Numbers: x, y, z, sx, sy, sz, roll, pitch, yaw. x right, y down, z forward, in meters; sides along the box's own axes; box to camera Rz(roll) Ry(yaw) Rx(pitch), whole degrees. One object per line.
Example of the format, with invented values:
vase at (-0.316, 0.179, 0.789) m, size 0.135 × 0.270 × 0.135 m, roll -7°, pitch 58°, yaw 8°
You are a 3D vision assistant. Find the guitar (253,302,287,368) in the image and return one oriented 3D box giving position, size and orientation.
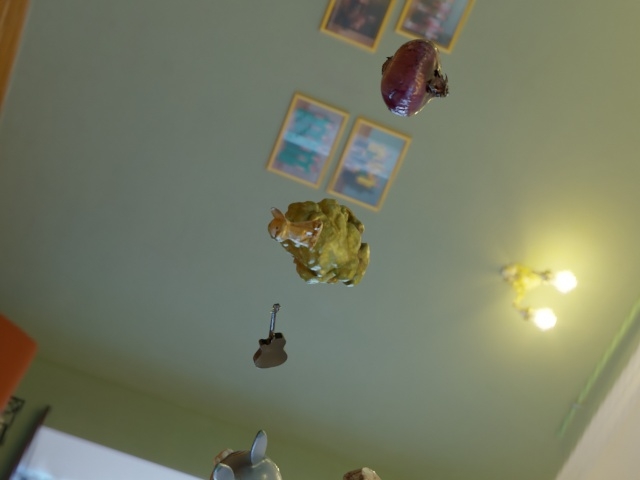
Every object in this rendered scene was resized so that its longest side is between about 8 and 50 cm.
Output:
guitar at (-0.120, 0.241, 2.350) m, size 0.233 × 0.088 × 0.025 m, roll 100°, pitch -26°, yaw -43°

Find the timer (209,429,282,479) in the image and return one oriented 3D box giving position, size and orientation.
timer at (-0.172, 0.486, 1.944) m, size 0.175 × 0.175 × 0.255 m, roll -78°, pitch 154°, yaw -52°

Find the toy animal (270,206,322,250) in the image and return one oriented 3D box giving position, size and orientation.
toy animal at (-0.041, -0.022, 1.451) m, size 0.081 × 0.083 × 0.060 m, roll -67°, pitch 177°, yaw -45°

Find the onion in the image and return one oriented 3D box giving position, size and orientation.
onion at (0.136, -0.230, 1.320) m, size 0.115 × 0.105 × 0.115 m, roll -53°, pitch 157°, yaw -34°

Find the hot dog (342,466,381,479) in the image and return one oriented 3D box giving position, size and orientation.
hot dog at (0.109, 0.531, 1.695) m, size 0.069 × 0.131 × 0.252 m, roll -38°, pitch -119°, yaw 17°

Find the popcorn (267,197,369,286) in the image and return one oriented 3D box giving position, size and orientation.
popcorn at (0.000, 0.000, 2.432) m, size 0.250 × 0.242 × 0.234 m, roll 24°, pitch 80°, yaw -58°
